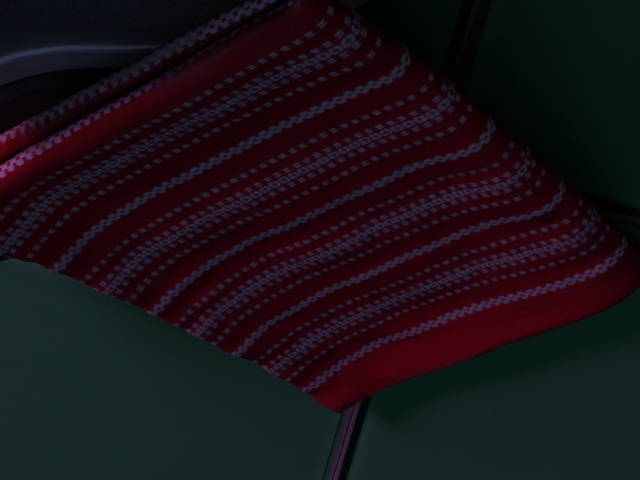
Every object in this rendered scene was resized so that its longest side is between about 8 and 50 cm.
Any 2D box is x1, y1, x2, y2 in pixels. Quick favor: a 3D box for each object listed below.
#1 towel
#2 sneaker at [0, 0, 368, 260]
[{"bbox_3d":[0.000,0.000,0.606,0.199,0.031,0.275,-24,145,29],"label":"towel"},{"bbox_3d":[-0.092,-0.078,0.610,0.296,0.104,0.147,-19,158,2],"label":"sneaker"}]
